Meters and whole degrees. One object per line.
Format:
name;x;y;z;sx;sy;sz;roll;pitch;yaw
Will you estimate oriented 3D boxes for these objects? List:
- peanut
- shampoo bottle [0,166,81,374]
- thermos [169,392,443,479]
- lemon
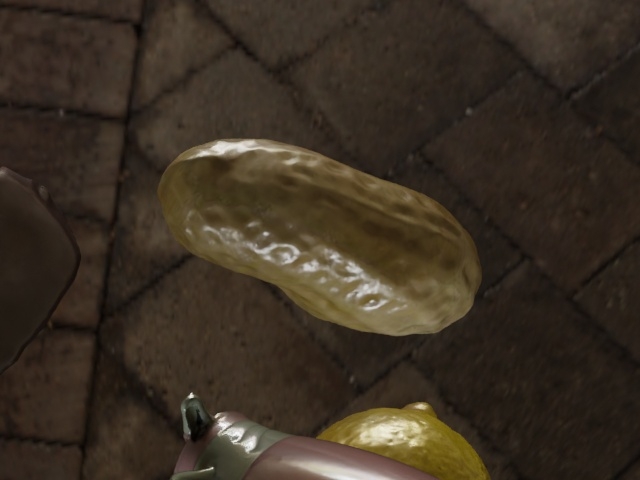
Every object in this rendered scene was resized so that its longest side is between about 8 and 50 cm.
peanut;0.000;0.000;1.049;0.226;0.108;0.095;22;51;-21
shampoo bottle;-0.145;0.031;0.465;0.071;0.284;0.153;52;54;-11
thermos;0.001;0.212;1.172;0.265;0.176;0.145;24;101;34
lemon;0.057;0.243;1.365;0.187;0.187;0.244;15;54;2
